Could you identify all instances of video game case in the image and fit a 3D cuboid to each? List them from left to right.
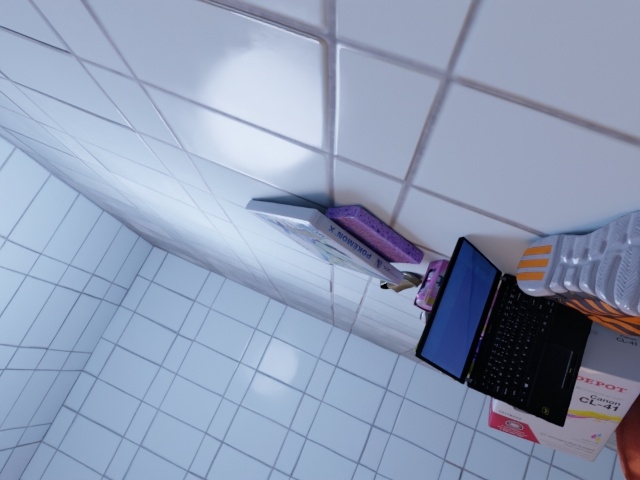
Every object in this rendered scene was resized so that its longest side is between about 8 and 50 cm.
[{"bbox_3d":[0.000,0.000,1.062,0.300,0.036,0.329,34,169,-32],"label":"video game case"}]

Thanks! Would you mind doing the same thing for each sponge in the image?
[{"bbox_3d":[0.115,-0.008,0.933,0.210,0.031,0.117,34,163,-29],"label":"sponge"}]

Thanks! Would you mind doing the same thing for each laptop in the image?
[{"bbox_3d":[0.331,0.154,0.755,0.264,0.234,0.136,20,165,20],"label":"laptop"}]

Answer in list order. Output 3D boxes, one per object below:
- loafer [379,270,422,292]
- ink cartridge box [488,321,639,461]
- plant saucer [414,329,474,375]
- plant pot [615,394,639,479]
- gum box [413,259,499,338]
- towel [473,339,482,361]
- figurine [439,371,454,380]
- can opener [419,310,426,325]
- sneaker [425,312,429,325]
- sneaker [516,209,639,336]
[{"bbox_3d":[0.212,0.115,1.156,0.056,0.050,0.148,31,164,-22],"label":"loafer"},{"bbox_3d":[0.496,0.302,0.908,0.226,0.131,0.306,13,134,23],"label":"ink cartridge box"},{"bbox_3d":[0.424,0.368,1.450,0.188,0.188,0.045,20,122,21],"label":"plant saucer"},{"bbox_3d":[0.781,0.391,0.853,0.272,0.272,0.265,34,154,-31],"label":"plant pot"},{"bbox_3d":[0.305,0.129,0.950,0.188,0.107,0.062,28,165,-10],"label":"gum box"},{"bbox_3d":[0.501,0.327,1.141,0.308,0.076,0.227,30,180,7],"label":"towel"},{"bbox_3d":[0.483,0.379,1.316,0.215,0.209,0.092,19,126,22],"label":"figurine"},{"bbox_3d":[0.442,0.269,1.318,0.280,0.074,0.093,22,-161,16],"label":"can opener"},{"bbox_3d":[0.312,0.186,1.093,0.109,0.130,0.286,17,162,34],"label":"sneaker"},{"bbox_3d":[0.420,0.054,0.545,0.180,0.125,0.321,23,176,-8],"label":"sneaker"}]
